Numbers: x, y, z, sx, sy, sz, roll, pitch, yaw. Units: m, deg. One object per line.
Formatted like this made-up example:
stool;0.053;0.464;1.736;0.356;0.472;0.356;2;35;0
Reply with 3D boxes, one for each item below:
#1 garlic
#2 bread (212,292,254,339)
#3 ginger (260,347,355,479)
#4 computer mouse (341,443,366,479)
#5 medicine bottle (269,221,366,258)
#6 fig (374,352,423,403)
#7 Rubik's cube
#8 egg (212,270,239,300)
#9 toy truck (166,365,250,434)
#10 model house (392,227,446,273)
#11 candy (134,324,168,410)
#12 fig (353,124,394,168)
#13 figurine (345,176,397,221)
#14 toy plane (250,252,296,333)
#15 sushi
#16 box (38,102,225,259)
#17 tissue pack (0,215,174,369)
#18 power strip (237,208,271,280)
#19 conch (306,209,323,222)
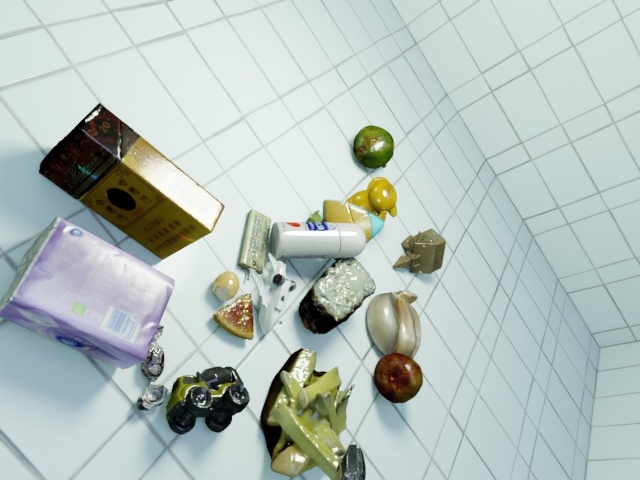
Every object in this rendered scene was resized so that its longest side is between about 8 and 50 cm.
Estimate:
garlic;0.304;0.334;2.097;0.279;0.132;0.325;29;47;-24
bread;-0.249;0.251;1.613;0.154;0.054;0.136;-35;96;-43
ginger;0.012;0.549;1.626;0.358;0.211;0.413;37;47;-31
computer mouse;0.106;0.772;1.722;0.106;0.062;0.192;45;46;-22
medicine bottle;0.000;0.000;1.844;0.341;0.130;0.130;1;69;-20
fig;0.321;0.557;1.981;0.290;0.191;0.190;58;39;-34
Rubik's cube;0.080;-0.084;2.041;0.254;0.254;0.254;22;56;-38
egg;-0.289;0.138;1.608;0.080;0.080;0.096;51;34;-15
toy truck;-0.312;0.419;1.418;0.224;0.147;0.165;11;40;-40
model house;0.415;0.060;2.354;0.248;0.180;0.176;-21;44;-24
candy;-0.447;0.331;1.370;0.094;0.051;0.226;13;60;-35
fig;0.247;-0.408;2.385;0.245;0.195;0.195;64;23;-63
figurine;0.214;-0.149;2.158;0.215;0.228;0.215;-14;90;-71
toy plane;-0.150;0.178;1.702;0.251;0.101;0.255;38;53;-56
sushi;0.053;0.186;1.872;0.196;0.182;0.343;55;41;-3
box;-0.500;-0.140;1.389;0.415;0.264;0.115;42;46;-27
tissue pack;-0.562;0.134;1.265;0.338;0.160;0.242;35;48;-28
power strip;-0.224;0.018;1.767;0.092;0.034;0.268;31;51;-33
conch;-0.012;-0.073;2.001;0.121;0.074;0.089;40;66;-54
